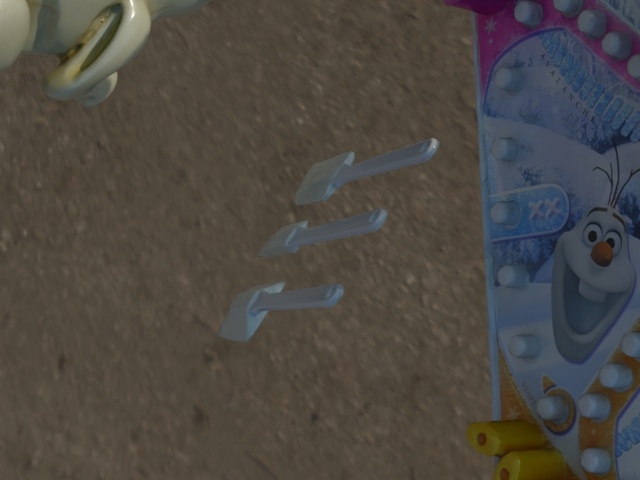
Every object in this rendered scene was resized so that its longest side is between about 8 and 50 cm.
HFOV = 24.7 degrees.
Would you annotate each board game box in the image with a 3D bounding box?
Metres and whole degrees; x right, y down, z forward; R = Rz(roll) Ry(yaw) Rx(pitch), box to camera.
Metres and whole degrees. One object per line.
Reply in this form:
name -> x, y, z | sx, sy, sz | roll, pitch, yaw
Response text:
board game box -> 0.213, -0.036, 0.732 | 0.050, 0.390, 0.390 | 3, 82, -40

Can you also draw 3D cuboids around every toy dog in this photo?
toy dog -> -0.250, -0.317, 1.443 | 0.408, 0.284, 0.395 | -13, 138, -35

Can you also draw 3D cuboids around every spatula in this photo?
spatula -> 0.000, 0.000, 1.063 | 0.019, 0.242, 0.168 | 39, 74, -16
